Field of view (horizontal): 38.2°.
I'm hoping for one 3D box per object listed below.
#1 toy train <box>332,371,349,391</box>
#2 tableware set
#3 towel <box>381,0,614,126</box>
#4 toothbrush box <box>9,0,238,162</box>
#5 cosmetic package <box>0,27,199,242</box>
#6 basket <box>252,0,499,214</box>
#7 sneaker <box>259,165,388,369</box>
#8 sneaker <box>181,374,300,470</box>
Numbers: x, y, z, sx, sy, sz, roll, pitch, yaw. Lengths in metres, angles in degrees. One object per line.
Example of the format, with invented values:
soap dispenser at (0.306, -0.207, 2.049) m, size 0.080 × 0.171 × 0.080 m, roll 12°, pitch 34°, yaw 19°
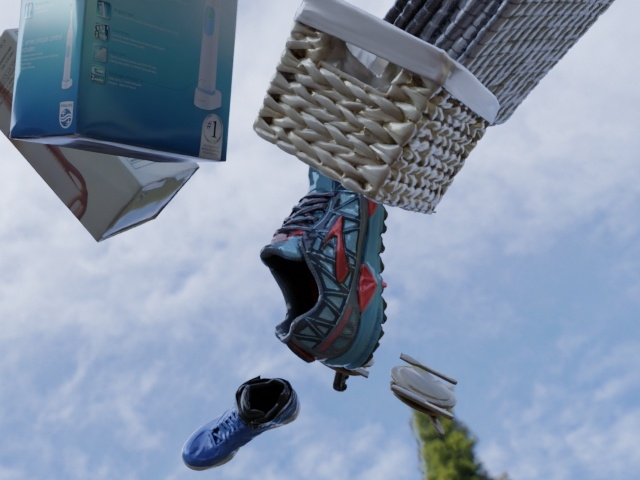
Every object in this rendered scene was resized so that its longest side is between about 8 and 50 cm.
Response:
toy train at (0.049, 0.225, 1.852) m, size 0.036 × 0.027 × 0.158 m, roll 16°, pitch -95°, yaw -56°
tableware set at (0.069, 0.163, 1.110) m, size 0.194 × 0.128 × 0.039 m, roll 25°, pitch -75°, yaw 5°
towel at (0.191, -0.247, 0.992) m, size 0.235 × 0.121 × 0.283 m, roll -15°, pitch -28°, yaw -46°
toothbrush box at (-0.208, -0.244, 1.025) m, size 0.216 × 0.126 × 0.295 m, roll 4°, pitch -89°, yaw -51°
cosmetic package at (-0.339, -0.159, 1.324) m, size 0.129 × 0.296 × 0.153 m, roll -46°, pitch -8°, yaw 28°
basket at (0.041, -0.088, 0.641) m, size 0.103 × 0.113 × 0.167 m, roll -61°, pitch -20°, yaw 8°
sneaker at (0.000, 0.000, 0.973) m, size 0.125 × 0.261 × 0.104 m, roll 12°, pitch -29°, yaw -29°
sneaker at (-0.096, 0.206, 1.058) m, size 0.152 × 0.058 × 0.084 m, roll -25°, pitch -30°, yaw -8°
